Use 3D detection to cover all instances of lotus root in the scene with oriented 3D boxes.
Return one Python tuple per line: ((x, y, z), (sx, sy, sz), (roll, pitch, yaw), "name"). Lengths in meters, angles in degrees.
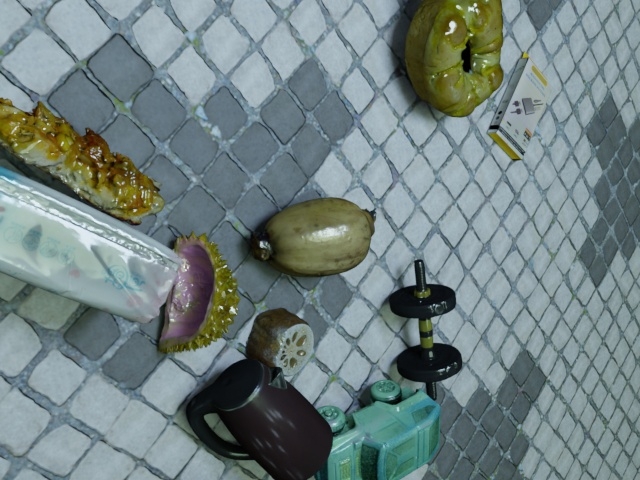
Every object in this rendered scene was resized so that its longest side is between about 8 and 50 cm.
((0.000, 0.000, 1.084), (0.257, 0.140, 0.154), (-11, 143, -24), "lotus root")
((-0.068, 0.192, 1.100), (0.112, 0.081, 0.122), (22, 83, -43), "lotus root")

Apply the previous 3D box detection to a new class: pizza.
((-0.340, -0.119, 0.806), (0.305, 0.161, 0.085), (37, 87, -36), "pizza")

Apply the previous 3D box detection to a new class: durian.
((-0.200, 0.096, 0.973), (0.132, 0.165, 0.182), (13, 63, -6), "durian")

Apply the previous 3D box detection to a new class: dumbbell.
((0.228, 0.198, 1.267), (0.143, 0.143, 0.325), (-17, 106, -33), "dumbbell")

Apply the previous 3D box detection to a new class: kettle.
((-0.113, 0.319, 1.047), (0.202, 0.144, 0.232), (-24, 123, 14), "kettle")

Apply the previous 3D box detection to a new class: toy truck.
((0.110, 0.401, 1.188), (0.279, 0.156, 0.154), (-16, 115, -32), "toy truck")

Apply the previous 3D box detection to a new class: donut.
((0.271, -0.381, 1.192), (0.209, 0.128, 0.261), (-36, 137, -17), "donut")

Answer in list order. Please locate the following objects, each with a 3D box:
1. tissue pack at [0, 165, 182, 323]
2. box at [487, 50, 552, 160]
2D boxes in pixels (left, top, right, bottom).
((-0.350, 0.004, 0.794), (0.271, 0.201, 0.124), (29, 83, -33), "tissue pack")
((0.504, -0.337, 1.459), (0.129, 0.033, 0.247), (32, 78, -34), "box")
